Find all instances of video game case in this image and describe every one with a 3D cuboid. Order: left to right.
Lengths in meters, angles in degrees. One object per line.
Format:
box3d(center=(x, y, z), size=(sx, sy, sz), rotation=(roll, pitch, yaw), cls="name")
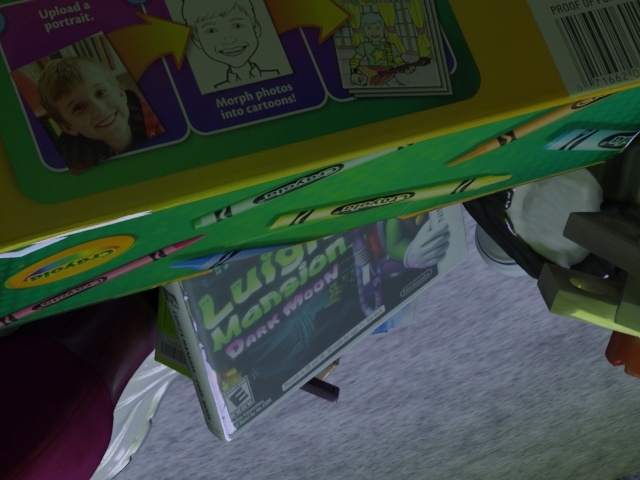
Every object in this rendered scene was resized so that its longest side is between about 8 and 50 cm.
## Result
box3d(center=(0.000, 0.000, 0.969), size=(0.190, 0.022, 0.173), rotation=(-36, 140, -21), cls="video game case")

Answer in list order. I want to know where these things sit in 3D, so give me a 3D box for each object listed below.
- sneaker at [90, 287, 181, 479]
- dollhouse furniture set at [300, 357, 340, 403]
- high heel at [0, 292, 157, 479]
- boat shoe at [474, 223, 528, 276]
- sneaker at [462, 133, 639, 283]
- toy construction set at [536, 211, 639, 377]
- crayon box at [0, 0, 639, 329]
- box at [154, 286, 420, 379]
box3d(center=(-0.141, 0.068, 1.123), size=(0.297, 0.111, 0.129), rotation=(-39, 151, 22), cls="sneaker")
box3d(center=(-0.011, 0.063, 1.412), size=(0.114, 0.091, 0.081), rotation=(-66, 179, -82), cls="dollhouse furniture set")
box3d(center=(-0.260, 0.148, 1.030), size=(0.377, 0.127, 0.181), rotation=(-36, -170, 32), cls="high heel")
box3d(center=(0.191, -0.063, 1.183), size=(0.226, 0.083, 0.076), rotation=(-37, 150, 8), cls="boat shoe")
box3d(center=(0.191, -0.128, 0.934), size=(0.182, 0.158, 0.410), rotation=(-51, 174, -28), cls="sneaker")
box3d(center=(0.229, -0.058, 0.701), size=(0.215, 0.151, 0.328), rotation=(9, 124, -26), cls="toy construction set")
box3d(center=(-0.024, -0.086, 0.642), size=(0.278, 0.165, 0.081), rotation=(-15, 162, -22), cls="crayon box")
box3d(center=(-0.013, 0.010, 1.033), size=(0.178, 0.109, 0.042), rotation=(-11, -156, -43), cls="box")
